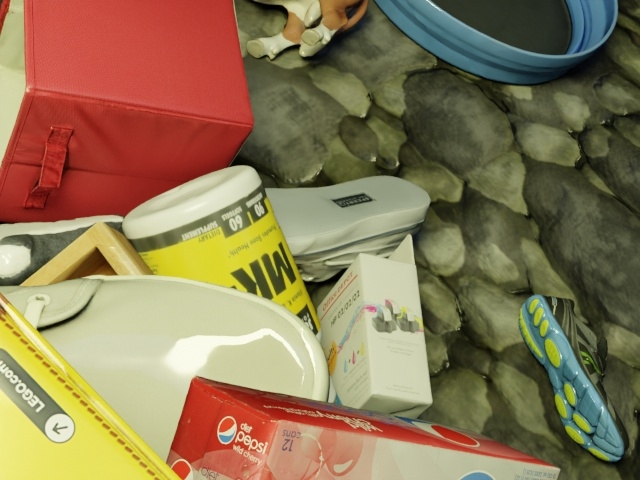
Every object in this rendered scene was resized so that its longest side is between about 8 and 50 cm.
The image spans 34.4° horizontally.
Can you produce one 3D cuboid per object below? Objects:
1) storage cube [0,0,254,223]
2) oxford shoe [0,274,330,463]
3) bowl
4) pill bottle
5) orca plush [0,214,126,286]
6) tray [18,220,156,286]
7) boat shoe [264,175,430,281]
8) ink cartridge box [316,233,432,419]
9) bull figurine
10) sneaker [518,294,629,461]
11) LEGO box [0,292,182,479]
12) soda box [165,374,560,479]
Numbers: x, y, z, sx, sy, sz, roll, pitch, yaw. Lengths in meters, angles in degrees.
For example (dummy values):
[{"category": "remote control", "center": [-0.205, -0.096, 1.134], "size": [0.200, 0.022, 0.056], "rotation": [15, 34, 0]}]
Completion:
[{"category": "storage cube", "center": [-0.190, -0.129, 0.930], "size": [0.193, 0.184, 0.215], "rotation": [6, 54, -26]}, {"category": "oxford shoe", "center": [-0.220, 0.096, 0.665], "size": [0.449, 0.130, 0.169], "rotation": [2, 78, 5]}, {"category": "bowl", "center": [0.216, -0.370, 1.395], "size": [0.391, 0.077, 0.391], "rotation": [14, 51, -18]}, {"category": "pill bottle", "center": [-0.070, 0.054, 0.855], "size": [0.119, 0.119, 0.208], "rotation": [-35, 108, -41]}, {"category": "orca plush", "center": [-0.279, 0.040, 0.848], "size": [0.151, 0.102, 0.287], "rotation": [12, 17, 42]}, {"category": "tray", "center": [-0.105, 0.210, 0.732], "size": [0.203, 0.076, 0.411], "rotation": [-39, 78, -1]}, {"category": "boat shoe", "center": [0.000, 0.000, 1.001], "size": [0.258, 0.084, 0.095], "rotation": [-7, 36, -34]}, {"category": "ink cartridge box", "center": [0.044, 0.087, 0.949], "size": [0.061, 0.104, 0.181], "rotation": [13, 51, -21]}, {"category": "bull figurine", "center": [-0.089, -0.327, 1.187], "size": [0.310, 0.101, 0.188], "rotation": [27, 52, -5]}, {"category": "sneaker", "center": [0.272, 0.134, 1.061], "size": [0.078, 0.067, 0.188], "rotation": [-5, 57, -24]}, {"category": "LEGO box", "center": [-0.151, 0.302, 0.436], "size": [0.500, 0.193, 0.372], "rotation": [46, 60, 2]}, {"category": "soda box", "center": [0.032, 0.154, 0.632], "size": [0.263, 0.083, 0.092], "rotation": [18, 89, -42]}]
